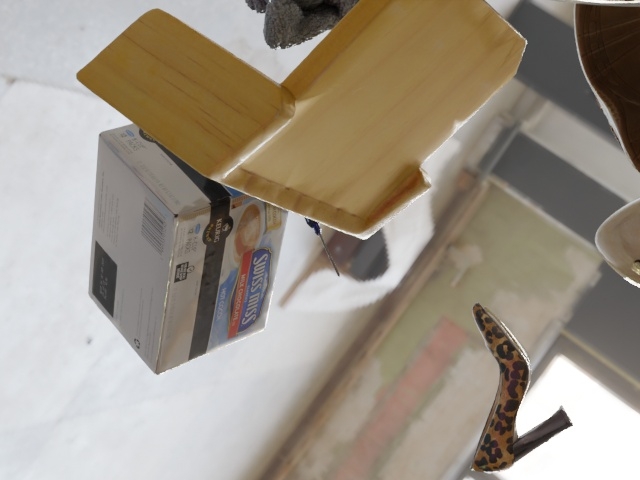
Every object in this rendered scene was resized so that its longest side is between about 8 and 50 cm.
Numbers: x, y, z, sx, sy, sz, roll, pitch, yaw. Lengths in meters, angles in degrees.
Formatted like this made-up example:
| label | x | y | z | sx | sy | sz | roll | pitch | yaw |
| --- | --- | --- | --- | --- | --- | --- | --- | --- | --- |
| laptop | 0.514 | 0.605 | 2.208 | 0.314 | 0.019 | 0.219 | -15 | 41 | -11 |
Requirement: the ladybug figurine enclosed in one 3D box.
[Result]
| label | x | y | z | sx | sy | sz | roll | pitch | yaw |
| --- | --- | --- | --- | --- | --- | --- | --- | --- | --- |
| ladybug figurine | 0.707 | -0.020 | 2.065 | 0.449 | 0.161 | 0.305 | -16 | 162 | 0 |

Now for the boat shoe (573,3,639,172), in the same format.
| label | x | y | z | sx | sy | sz | roll | pitch | yaw |
| --- | --- | --- | --- | --- | --- | --- | --- | --- | --- |
| boat shoe | 0.491 | -0.269 | 1.946 | 0.123 | 0.342 | 0.123 | -26 | -164 | 4 |

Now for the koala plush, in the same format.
| label | x | y | z | sx | sy | sz | roll | pitch | yaw |
| --- | --- | --- | --- | --- | --- | --- | --- | --- | --- |
| koala plush | -0.027 | -0.428 | 1.702 | 0.203 | 0.196 | 0.221 | -22 | 129 | -3 |

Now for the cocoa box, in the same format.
| label | x | y | z | sx | sy | sz | roll | pitch | yaw |
| --- | --- | --- | --- | --- | --- | --- | --- | --- | --- |
| cocoa box | -0.214 | -0.006 | 1.916 | 0.228 | 0.231 | 0.347 | -20 | 139 | -34 |

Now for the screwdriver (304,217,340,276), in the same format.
| label | x | y | z | sx | sy | sz | roll | pitch | yaw |
| --- | --- | --- | --- | --- | --- | --- | --- | --- | --- |
| screwdriver | 0.000 | 0.000 | 1.896 | 0.025 | 0.170 | 0.024 | -38 | 137 | 22 |

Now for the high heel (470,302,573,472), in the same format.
| label | x | y | z | sx | sy | sz | roll | pitch | yaw |
| --- | --- | --- | --- | --- | --- | --- | --- | --- | --- |
| high heel | 0.275 | 0.251 | 1.992 | 0.186 | 0.261 | 0.093 | -34 | 170 | 10 |

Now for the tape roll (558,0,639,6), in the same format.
| label | x | y | z | sx | sy | sz | roll | pitch | yaw |
| --- | --- | --- | --- | --- | --- | --- | --- | --- | --- |
| tape roll | 0.328 | -0.370 | 1.382 | 0.246 | 0.246 | 0.169 | -6 | 102 | -66 |

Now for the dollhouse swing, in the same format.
| label | x | y | z | sx | sy | sz | roll | pitch | yaw |
| --- | --- | --- | --- | --- | --- | --- | --- | --- | --- |
| dollhouse swing | -0.008 | -0.197 | 1.324 | 0.305 | 0.315 | 0.347 | -58 | 149 | 8 |
